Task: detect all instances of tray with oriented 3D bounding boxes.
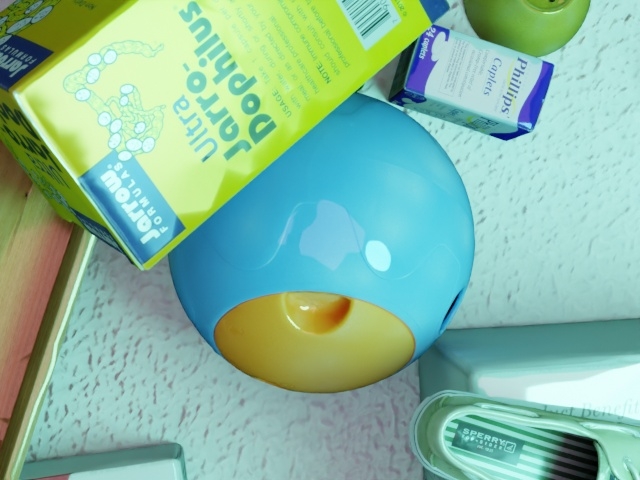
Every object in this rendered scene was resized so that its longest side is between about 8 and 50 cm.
[{"bbox_3d":[-0.332,0.048,1.366,0.203,0.076,0.411,19,84,-19],"label":"tray"}]

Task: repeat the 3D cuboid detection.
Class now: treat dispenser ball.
[{"bbox_3d":[0.000,0.000,1.409,0.288,0.288,0.288,0,91,-5],"label":"treat dispenser ball"}]

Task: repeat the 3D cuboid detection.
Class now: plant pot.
[{"bbox_3d":[0.218,-0.256,1.519,0.134,0.095,0.134,0,91,-4],"label":"plant pot"}]

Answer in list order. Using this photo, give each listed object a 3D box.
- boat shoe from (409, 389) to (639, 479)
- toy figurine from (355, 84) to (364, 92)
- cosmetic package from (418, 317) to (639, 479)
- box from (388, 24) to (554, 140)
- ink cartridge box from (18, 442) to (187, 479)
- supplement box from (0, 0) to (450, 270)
[{"bbox_3d":[0.218,0.194,1.202,0.302,0.094,0.109,13,90,-5],"label":"boat shoe"},{"bbox_3d":[-0.039,-0.232,1.508,0.173,0.130,0.159,-3,77,19],"label":"toy figurine"},{"bbox_3d":[0.283,0.282,1.420,0.329,0.327,0.393,-3,92,-5],"label":"cosmetic package"},{"bbox_3d":[0.148,-0.156,1.500,0.137,0.126,0.072,17,88,-4],"label":"box"},{"bbox_3d":[-0.226,0.369,1.478,0.226,0.131,0.306,-7,92,-4],"label":"ink cartridge box"},{"bbox_3d":[-0.105,-0.176,1.279,0.356,0.194,0.195,-42,121,-14],"label":"supplement box"}]
